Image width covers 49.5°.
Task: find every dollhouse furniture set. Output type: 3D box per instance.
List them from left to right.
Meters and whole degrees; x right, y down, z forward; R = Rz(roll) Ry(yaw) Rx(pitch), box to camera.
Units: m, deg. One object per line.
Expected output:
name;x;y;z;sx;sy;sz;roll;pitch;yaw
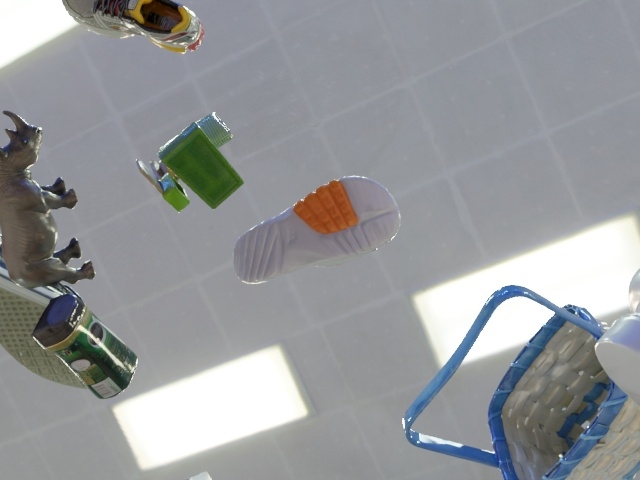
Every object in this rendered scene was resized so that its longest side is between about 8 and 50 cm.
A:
dollhouse furniture set;-0.114;-0.078;0.572;0.076;0.152;0.058;-40;-58;1

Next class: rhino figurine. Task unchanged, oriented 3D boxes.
rhino figurine;-0.381;-0.049;0.913;0.073;0.106;0.243;12;-64;52

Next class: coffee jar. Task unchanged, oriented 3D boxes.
coffee jar;-0.398;0.178;1.173;0.079;0.096;0.184;-21;-57;20

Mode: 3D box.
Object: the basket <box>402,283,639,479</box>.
basket;0.280;0.205;0.883;0.288;0.201;0.255;23;-63;-19

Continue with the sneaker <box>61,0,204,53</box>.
sneaker;-0.298;-0.367;1.095;0.225;0.093;0.088;12;-93;-1

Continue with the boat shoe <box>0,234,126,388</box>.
boat shoe;-0.555;0.105;1.293;0.186;0.156;0.500;-40;-65;23

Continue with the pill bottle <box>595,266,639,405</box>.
pill bottle;0.358;0.040;0.595;0.245;0.136;0.136;-42;-86;-10

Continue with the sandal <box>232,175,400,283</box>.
sandal;-0.003;-0.010;0.929;0.265;0.076;0.102;-19;-102;32

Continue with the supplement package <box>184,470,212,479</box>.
supplement package;-0.289;0.552;1.362;0.179;0.105;0.105;-34;-104;2
